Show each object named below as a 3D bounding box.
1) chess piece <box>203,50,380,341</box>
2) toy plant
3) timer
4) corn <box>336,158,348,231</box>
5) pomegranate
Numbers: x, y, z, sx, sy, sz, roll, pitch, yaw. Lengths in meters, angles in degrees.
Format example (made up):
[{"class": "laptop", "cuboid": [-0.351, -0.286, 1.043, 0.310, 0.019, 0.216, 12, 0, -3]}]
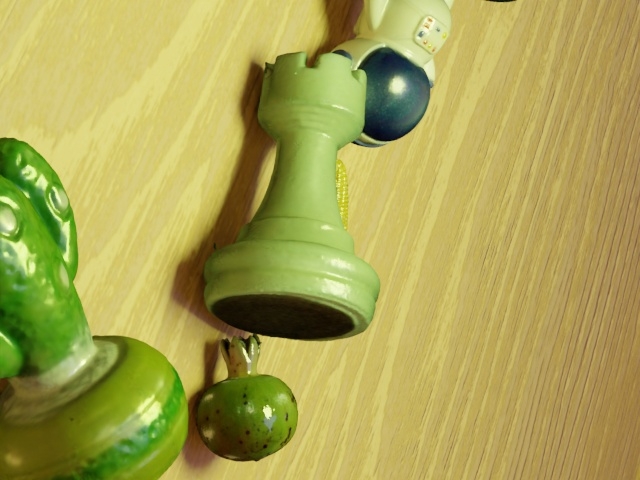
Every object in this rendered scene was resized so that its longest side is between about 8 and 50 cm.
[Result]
[{"class": "chess piece", "cuboid": [-0.020, -0.053, 1.710, 0.194, 0.195, 0.299, 40, 51, -57]}, {"class": "toy plant", "cuboid": [-0.255, 0.078, 1.334, 0.315, 0.185, 0.224, 65, 34, -20]}, {"class": "timer", "cuboid": [0.118, -0.292, 1.873, 0.270, 0.270, 0.383, 32, 81, -59]}, {"class": "corn", "cuboid": [0.000, 0.000, 1.857, 0.072, 0.072, 0.203, 2, 93, -62]}, {"class": "pomegranate", "cuboid": [-0.084, 0.175, 1.703, 0.114, 0.115, 0.142, -4, 85, -61]}]
